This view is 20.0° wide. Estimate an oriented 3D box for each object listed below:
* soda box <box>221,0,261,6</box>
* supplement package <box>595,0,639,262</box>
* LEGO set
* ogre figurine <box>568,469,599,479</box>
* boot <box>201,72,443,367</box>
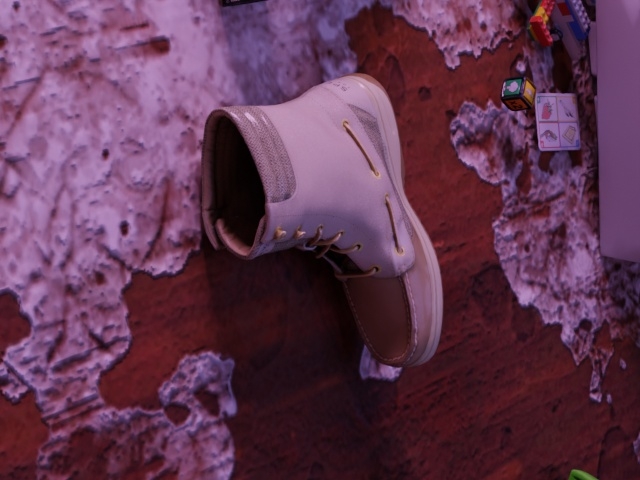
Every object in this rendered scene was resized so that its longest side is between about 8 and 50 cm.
[{"bbox_3d":[-0.045,-0.246,1.215,0.053,0.060,0.169,-24,106,-52],"label":"soda box"},{"bbox_3d":[0.357,-0.112,1.545,0.145,0.204,0.262,-33,126,-48],"label":"supplement package"},{"bbox_3d":[0.227,-0.167,1.546,0.244,0.060,0.183,-6,91,-54],"label":"LEGO set"},{"bbox_3d":[0.223,0.256,1.485,0.197,0.097,0.118,16,92,-34],"label":"ogre figurine"},{"bbox_3d":[0.000,0.000,1.239,0.165,0.077,0.213,-19,96,-51],"label":"boot"}]
